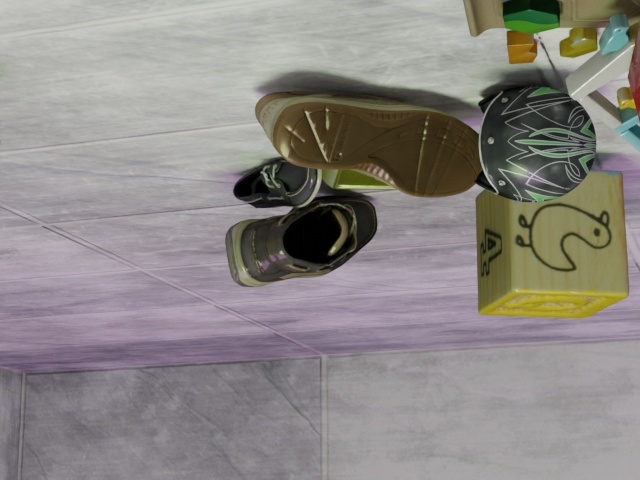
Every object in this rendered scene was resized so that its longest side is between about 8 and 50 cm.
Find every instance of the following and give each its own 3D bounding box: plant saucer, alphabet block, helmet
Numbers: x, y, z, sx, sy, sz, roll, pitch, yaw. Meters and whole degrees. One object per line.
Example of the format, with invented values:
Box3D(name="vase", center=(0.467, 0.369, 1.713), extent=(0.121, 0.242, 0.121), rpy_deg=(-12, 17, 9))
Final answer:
Box3D(name="plant saucer", center=(0.088, -0.115, 2.038), extent=(0.188, 0.045, 0.188), rpy_deg=(1, 166, -4))
Box3D(name="alphabet block", center=(0.354, 0.007, 2.096), extent=(0.192, 0.197, 0.193), rpy_deg=(1, 166, -8))
Box3D(name="helmet", center=(0.276, -0.126, 1.763), extent=(0.169, 0.169, 0.161), rpy_deg=(3, -178, -12))

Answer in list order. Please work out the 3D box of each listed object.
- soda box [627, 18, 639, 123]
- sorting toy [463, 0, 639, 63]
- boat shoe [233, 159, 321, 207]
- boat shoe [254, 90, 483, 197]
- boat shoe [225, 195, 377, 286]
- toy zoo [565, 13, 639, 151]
Box3D(name="soda box", center=(0.373, -0.220, 1.355), extent=(0.083, 0.092, 0.263), rpy_deg=(-5, 145, 0))
Box3D(name="sorting toy", center=(0.276, -0.253, 1.492), extent=(0.229, 0.041, 0.307), rpy_deg=(-3, 166, 11))
Box3D(name="boat shoe", center=(-0.068, -0.087, 2.092), extent=(0.065, 0.075, 0.206), rpy_deg=(4, 170, -30))
Box3D(name="boat shoe", center=(0.075, -0.145, 1.826), extent=(0.341, 0.122, 0.110), rpy_deg=(12, -161, -31))
Box3D(name="boat shoe", center=(0.000, 0.000, 2.162), extent=(0.130, 0.132, 0.355), rpy_deg=(-8, -171, 37))
Box3D(name="toy zoo", center=(0.415, -0.175, 1.533), extent=(0.192, 0.030, 0.293), rpy_deg=(-30, 138, 31))
